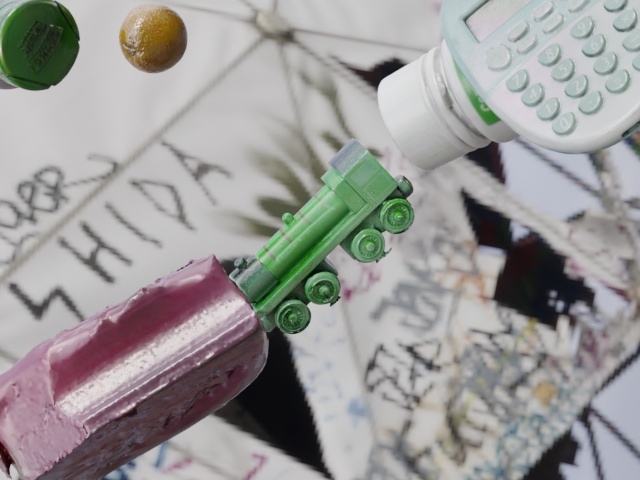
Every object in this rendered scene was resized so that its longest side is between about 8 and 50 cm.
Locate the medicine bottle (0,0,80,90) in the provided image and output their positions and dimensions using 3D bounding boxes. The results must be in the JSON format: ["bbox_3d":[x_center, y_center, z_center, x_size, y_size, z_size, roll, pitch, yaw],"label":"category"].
[{"bbox_3d":[-0.399,-0.254,1.658,0.133,0.274,0.133,-18,-63,-38],"label":"medicine bottle"}]

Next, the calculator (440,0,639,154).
[{"bbox_3d":[0.205,-0.200,1.253,0.042,0.184,0.295,30,-154,-51],"label":"calculator"}]

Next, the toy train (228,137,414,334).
[{"bbox_3d":[0.000,0.000,1.660,0.251,0.119,0.085,-44,26,1],"label":"toy train"}]

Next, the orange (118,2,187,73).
[{"bbox_3d":[-0.189,-0.227,1.575,0.085,0.085,0.085,12,-90,-76],"label":"orange"}]

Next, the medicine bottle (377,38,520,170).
[{"bbox_3d":[0.187,-0.173,1.476,0.139,0.237,0.139,37,-140,-39],"label":"medicine bottle"}]

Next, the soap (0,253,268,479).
[{"bbox_3d":[-0.215,0.155,1.509,0.325,0.127,0.220,-29,-18,-9],"label":"soap"}]
